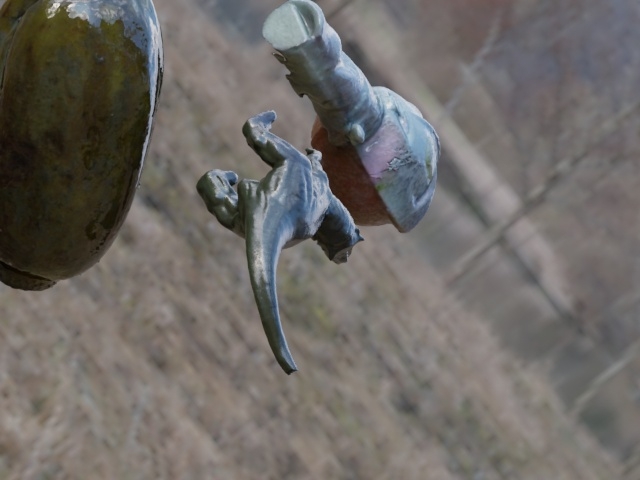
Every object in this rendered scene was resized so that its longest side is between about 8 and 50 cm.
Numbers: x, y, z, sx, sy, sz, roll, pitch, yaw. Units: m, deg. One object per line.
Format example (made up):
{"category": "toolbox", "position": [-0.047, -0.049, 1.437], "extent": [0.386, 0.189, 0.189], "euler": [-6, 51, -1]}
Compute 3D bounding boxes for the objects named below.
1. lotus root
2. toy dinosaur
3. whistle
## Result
{"category": "lotus root", "position": [-0.178, -0.080, 1.249], "extent": [0.123, 0.241, 0.124], "euler": [4, 29, -17]}
{"category": "toy dinosaur", "position": [0.000, 0.000, 1.243], "extent": [0.187, 0.087, 0.179], "euler": [3, 41, -54]}
{"category": "whistle", "position": [0.030, -0.114, 1.750], "extent": [0.346, 0.134, 0.142], "euler": [52, 39, -55]}
